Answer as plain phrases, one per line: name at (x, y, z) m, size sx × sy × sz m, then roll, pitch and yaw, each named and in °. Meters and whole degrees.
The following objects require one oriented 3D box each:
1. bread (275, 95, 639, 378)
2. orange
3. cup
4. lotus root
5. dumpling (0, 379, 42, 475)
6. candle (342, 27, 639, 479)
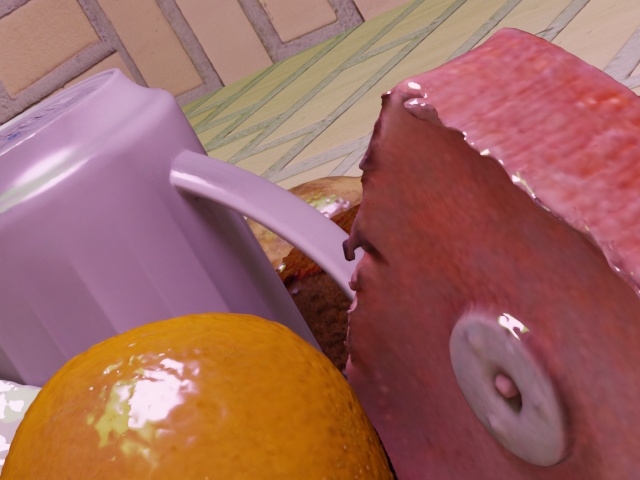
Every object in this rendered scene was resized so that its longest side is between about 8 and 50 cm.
bread at (0.158, -0.007, 1.078) m, size 0.416 × 0.113 × 0.165 m, roll -21°, pitch 18°, yaw 30°
orange at (-0.061, 0.155, 0.715) m, size 0.236 × 0.236 × 0.236 m, roll -29°, pitch 14°, yaw 8°
cup at (-0.111, 0.050, 0.985) m, size 0.322 × 0.327 × 0.237 m, roll -21°, pitch 17°, yaw 28°
lotus root at (0.000, 0.000, 1.323) m, size 0.214 × 0.138 × 0.138 m, roll -39°, pitch 10°, yaw 24°
dumpling at (-0.258, 0.255, 0.865) m, size 0.270 × 0.212 × 0.320 m, roll 24°, pitch 46°, yaw 31°
candle at (0.123, 0.038, 0.660) m, size 0.131 × 0.287 × 0.317 m, roll -33°, pitch 10°, yaw -28°
